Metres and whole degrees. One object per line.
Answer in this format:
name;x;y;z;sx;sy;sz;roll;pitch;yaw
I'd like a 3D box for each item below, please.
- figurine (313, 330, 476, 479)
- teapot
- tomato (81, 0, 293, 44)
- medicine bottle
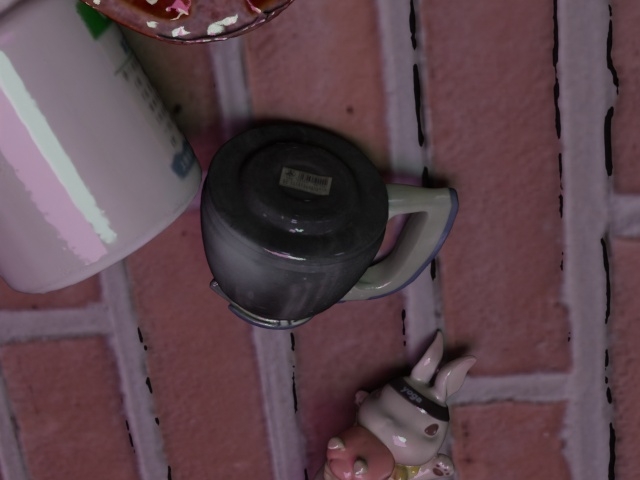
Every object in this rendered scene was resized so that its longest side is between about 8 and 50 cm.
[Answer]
figurine;0.047;0.139;1.032;0.081;0.098;0.146;27;123;5
teapot;-0.008;-0.006;0.965;0.111;0.149;0.108;46;142;23
tomato;-0.074;-0.224;0.815;0.237;0.095;0.237;-5;116;-11
medicine bottle;-0.180;-0.099;0.894;0.139;0.139;0.237;-24;111;20
